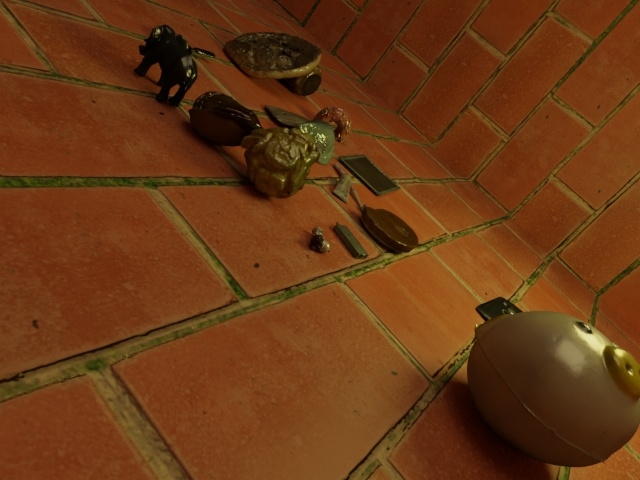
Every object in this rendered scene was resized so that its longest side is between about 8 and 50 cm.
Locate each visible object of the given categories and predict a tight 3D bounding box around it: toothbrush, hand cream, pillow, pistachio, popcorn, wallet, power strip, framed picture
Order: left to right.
[{"bbox_3d":[-0.236,-0.305,1.372,0.210,0.131,0.165,22,-6,-12],"label":"pistachio"},{"bbox_3d":[-0.097,-0.195,1.335,0.167,0.186,0.187,25,31,32],"label":"popcorn"},{"bbox_3d":[-0.096,-0.433,1.911,0.232,0.038,0.131,10,34,-44],"label":"pillow"},{"bbox_3d":[0.073,-0.168,1.706,0.061,0.039,0.143,41,32,-14],"label":"hand cream"},{"bbox_3d":[0.078,-0.002,1.433,0.050,0.019,0.136,4,42,-50],"label":"power strip"},{"bbox_3d":[0.104,-0.175,1.766,0.020,0.025,0.287,19,31,-39],"label":"toothbrush"},{"bbox_3d":[0.192,-0.252,2.035,0.217,0.017,0.274,45,25,13],"label":"framed picture"},{"bbox_3d":[0.605,0.254,1.715,0.169,0.052,0.245,47,27,25],"label":"wallet"}]

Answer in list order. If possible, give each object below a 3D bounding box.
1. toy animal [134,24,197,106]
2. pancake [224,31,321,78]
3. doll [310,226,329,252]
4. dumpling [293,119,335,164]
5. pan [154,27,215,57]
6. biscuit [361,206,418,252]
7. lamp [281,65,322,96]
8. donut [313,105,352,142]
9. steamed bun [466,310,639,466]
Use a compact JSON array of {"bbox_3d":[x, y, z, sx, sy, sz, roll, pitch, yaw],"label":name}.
[{"bbox_3d":[-0.402,-0.467,1.401,0.245,0.146,0.114,45,26,15],"label":"toy animal"},{"bbox_3d":[-0.189,-0.746,2.133,0.386,0.082,0.387,5,42,-4],"label":"pancake"},{"bbox_3d":[-0.004,-0.005,1.299,0.058,0.040,0.085,34,26,-44],"label":"doll"},{"bbox_3d":[-0.006,-0.344,1.803,0.149,0.105,0.216,49,25,22],"label":"dumpling"},{"bbox_3d":[-0.453,-0.646,1.783,0.235,0.028,0.136,3,43,-48],"label":"pan"},{"bbox_3d":[0.216,-0.028,1.639,0.181,0.049,0.208,51,27,24],"label":"biscuit"},{"bbox_3d":[-0.090,-0.720,2.282,0.185,0.161,0.161,47,25,27],"label":"lamp"},{"bbox_3d":[0.065,-0.474,2.122,0.166,0.117,0.065,31,21,-16],"label":"donut"},{"bbox_3d":[0.493,0.310,1.135,0.373,0.334,0.334,30,25,-33],"label":"steamed bun"}]
